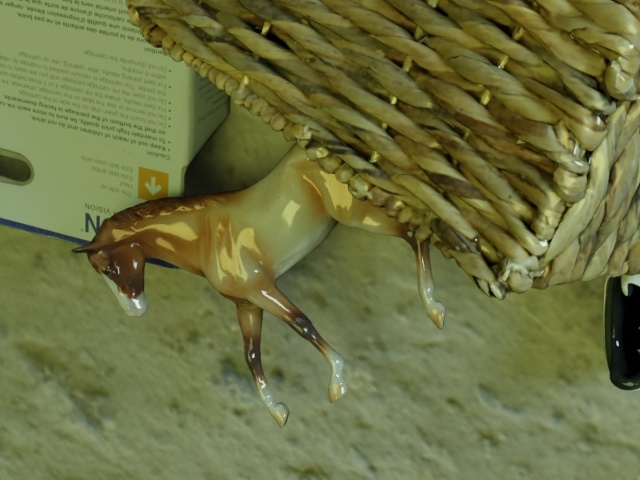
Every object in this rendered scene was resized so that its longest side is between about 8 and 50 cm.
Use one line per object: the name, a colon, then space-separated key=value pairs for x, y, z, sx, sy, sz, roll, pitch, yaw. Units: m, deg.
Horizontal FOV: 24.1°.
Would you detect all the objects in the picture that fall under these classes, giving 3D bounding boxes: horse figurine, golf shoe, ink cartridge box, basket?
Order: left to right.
ink cartridge box: x=-0.212 y=-0.174 z=0.984 sx=0.324 sy=0.071 sz=0.330 roll=14 pitch=118 yaw=21
horse figurine: x=0.000 y=0.000 z=0.928 sx=0.263 sy=0.066 sz=0.174 roll=-34 pitch=92 yaw=16
basket: x=0.092 y=-0.134 z=0.731 sx=0.299 sy=0.223 sz=0.213 roll=38 pitch=117 yaw=35
golf shoe: x=0.198 y=-0.002 z=0.835 sx=0.067 sy=0.086 sz=0.186 roll=13 pitch=113 yaw=24
